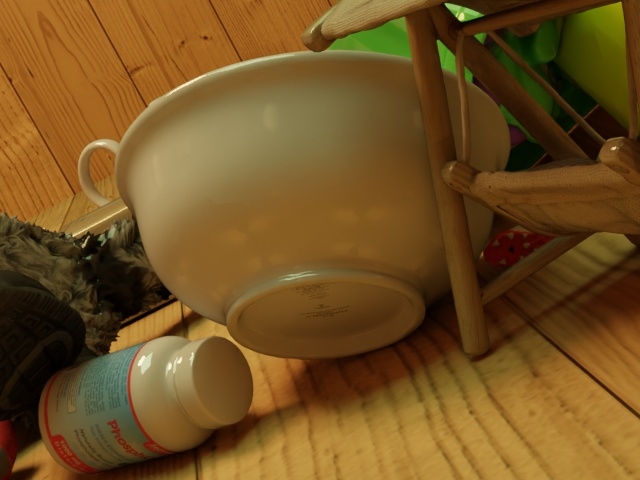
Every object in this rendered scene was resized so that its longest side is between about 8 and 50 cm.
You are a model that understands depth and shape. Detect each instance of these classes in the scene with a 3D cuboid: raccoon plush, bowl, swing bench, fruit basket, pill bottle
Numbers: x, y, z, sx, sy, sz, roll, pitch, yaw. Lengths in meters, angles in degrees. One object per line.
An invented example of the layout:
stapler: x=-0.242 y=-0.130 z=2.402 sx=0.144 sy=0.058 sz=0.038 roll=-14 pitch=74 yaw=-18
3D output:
raccoon plush: x=-0.309 y=0.115 z=1.386 sx=0.447 sy=0.216 sz=0.299 roll=-2 pitch=-18 yaw=-31
bowl: x=0.000 y=0.000 z=0.960 sx=0.298 sy=0.134 sz=0.298 roll=-5 pitch=-27 yaw=-2
swing bench: x=0.150 y=-0.067 z=0.760 sx=0.165 sy=0.254 sz=0.253 roll=-32 pitch=13 yaw=-18
fruit basket: x=0.232 y=-0.165 z=1.159 sx=0.392 sy=0.282 sz=0.392 roll=6 pitch=40 yaw=-5
pill bottle: x=-0.131 y=0.121 z=0.996 sx=0.160 sy=0.087 sz=0.087 roll=-19 pitch=15 yaw=36

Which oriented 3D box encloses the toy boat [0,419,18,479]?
toy boat: x=-0.349 y=0.124 z=1.085 sx=0.151 sy=0.231 sz=0.151 roll=-53 pitch=-1 yaw=37

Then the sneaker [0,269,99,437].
sneaker: x=-0.256 y=0.081 z=1.087 sx=0.109 sy=0.130 sz=0.286 roll=-41 pitch=-17 yaw=-14

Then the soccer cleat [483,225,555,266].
soccer cleat: x=0.161 y=-0.002 z=1.013 sx=0.083 sy=0.029 sz=0.035 roll=-27 pitch=3 yaw=-8

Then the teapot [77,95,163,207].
teapot: x=-0.193 y=-0.115 z=1.868 sx=0.256 sy=0.187 sz=0.252 roll=-33 pitch=13 yaw=-17

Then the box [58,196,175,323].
box: x=-0.146 y=-0.023 z=1.539 sx=0.311 sy=0.121 sz=0.148 roll=-27 pitch=11 yaw=4
